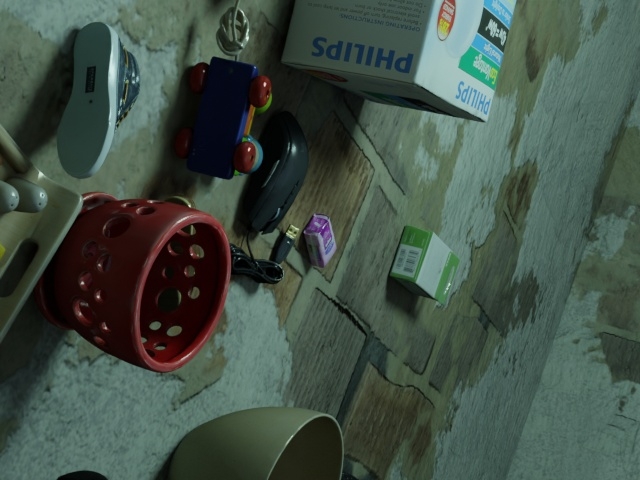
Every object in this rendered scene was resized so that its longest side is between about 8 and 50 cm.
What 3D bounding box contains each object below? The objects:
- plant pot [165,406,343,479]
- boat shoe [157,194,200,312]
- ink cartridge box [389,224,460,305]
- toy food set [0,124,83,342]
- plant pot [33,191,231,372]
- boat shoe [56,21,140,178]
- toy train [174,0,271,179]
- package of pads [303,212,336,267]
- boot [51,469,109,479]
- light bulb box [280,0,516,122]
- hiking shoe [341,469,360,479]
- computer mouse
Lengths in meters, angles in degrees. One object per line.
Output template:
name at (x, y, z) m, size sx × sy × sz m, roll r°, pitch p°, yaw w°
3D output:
plant pot at (-0.115, 0.364, 1.796) m, size 0.284 × 0.191 × 0.284 m, roll -42°, pitch 141°, yaw -48°
boat shoe at (-0.190, 0.016, 1.600) m, size 0.060 × 0.064 × 0.178 m, roll -43°, pitch 147°, yaw -57°
ink cartridge box at (0.212, 0.053, 2.447) m, size 0.209 × 0.062 × 0.109 m, roll 36°, pitch 71°, yaw -64°
toy food set at (-0.353, -0.037, 1.189) m, size 0.219 × 0.092 × 0.306 m, roll -64°, pitch 153°, yaw -23°
plant pot at (-0.224, 0.040, 1.403) m, size 0.191 × 0.174 × 0.191 m, roll -43°, pitch 141°, yaw -49°
boat shoe at (-0.240, -0.146, 1.360) m, size 0.083 × 0.065 × 0.183 m, roll 44°, pitch 48°, yaw -64°
toy train at (-0.102, -0.204, 1.617) m, size 0.143 × 0.105 × 0.248 m, roll 0°, pitch 104°, yaw -75°
package of pads at (0.000, 0.000, 2.015) m, size 0.050 × 0.032 × 0.083 m, roll -60°, pitch 151°, yaw -35°
boot at (-0.322, 0.472, 1.491) m, size 0.348 × 0.131 × 0.260 m, roll -54°, pitch 143°, yaw -16°
light bulb box at (0.147, -0.396, 1.866) m, size 0.358 × 0.225 × 0.361 m, roll 8°, pitch 96°, yaw -65°
hiking shoe at (0.020, 0.506, 2.310) m, size 0.227 × 0.086 × 0.114 m, roll 12°, pitch 106°, yaw -59°
computer mouse at (-0.054, -0.052, 1.839) m, size 0.184 × 0.060 × 0.262 m, roll 37°, pitch 71°, yaw -63°
